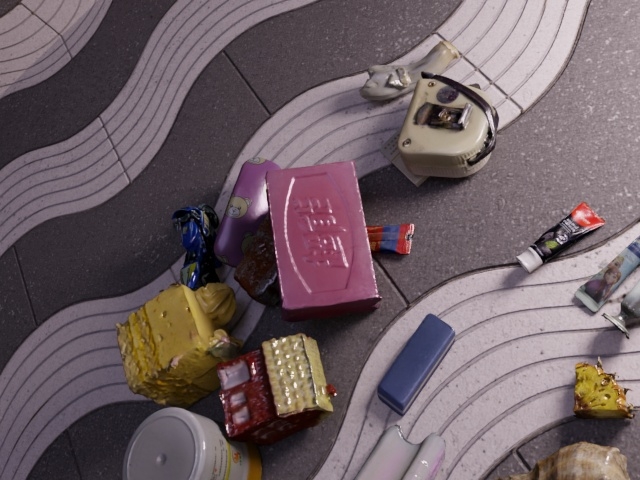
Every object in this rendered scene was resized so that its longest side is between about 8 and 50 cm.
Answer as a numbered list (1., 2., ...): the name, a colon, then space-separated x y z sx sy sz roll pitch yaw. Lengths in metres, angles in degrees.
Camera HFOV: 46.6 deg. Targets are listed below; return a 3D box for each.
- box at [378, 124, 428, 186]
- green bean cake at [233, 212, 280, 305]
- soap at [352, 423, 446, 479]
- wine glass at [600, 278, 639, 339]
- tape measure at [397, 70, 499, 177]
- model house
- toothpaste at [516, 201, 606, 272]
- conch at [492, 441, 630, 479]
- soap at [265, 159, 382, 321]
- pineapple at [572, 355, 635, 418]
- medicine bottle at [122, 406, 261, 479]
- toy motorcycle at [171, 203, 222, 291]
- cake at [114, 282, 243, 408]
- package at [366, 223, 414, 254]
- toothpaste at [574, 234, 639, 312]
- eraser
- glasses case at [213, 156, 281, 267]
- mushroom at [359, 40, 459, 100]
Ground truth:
1. box: 0.227 -0.215 1.884 0.090 0.024 0.167 -44 51 5
2. green bean cake: -0.121 0.039 1.926 0.233 0.097 0.198 -50 53 1
3. soap: 0.161 0.572 1.513 0.158 0.258 0.302 -2 21 32
4. wine glass: 0.623 0.112 1.440 0.155 0.072 0.072 -47 51 4
5. tape measure: 0.322 -0.293 1.788 0.231 0.133 0.271 5 60 27
6. model house: -0.087 0.339 1.715 0.253 0.160 0.196 -25 56 17
7. toothpaste: 0.509 -0.006 1.592 0.193 0.045 0.071 -36 52 4
8. conch: 0.433 0.505 1.285 0.352 0.209 0.297 -31 47 58
9. soap: 0.000 0.000 1.775 0.232 0.128 0.360 -8 69 -4
10. pineapple: 0.525 0.296 1.417 0.116 0.069 0.137 -46 42 11
11. medicine bottle: -0.291 0.522 1.699 0.237 0.232 0.238 -14 61 26
12. toy motorcycle: -0.333 0.013 2.022 0.113 0.169 0.316 -26 52 25
13. cake: -0.328 0.249 1.868 0.286 0.222 0.228 -34 54 12
14. package: 0.134 -0.001 1.834 0.200 0.022 0.083 -1 67 31
15. toothpaste: 0.609 0.052 1.501 0.216 0.037 0.062 -47 52 9
16. eraser: 0.210 0.272 1.637 0.082 0.036 0.225 32 86 39
17. glasses case: -0.194 -0.078 2.019 0.123 0.076 0.317 20 73 -9
18. mushroom: 0.231 -0.440 1.960 0.277 0.099 0.096 -19 71 18
